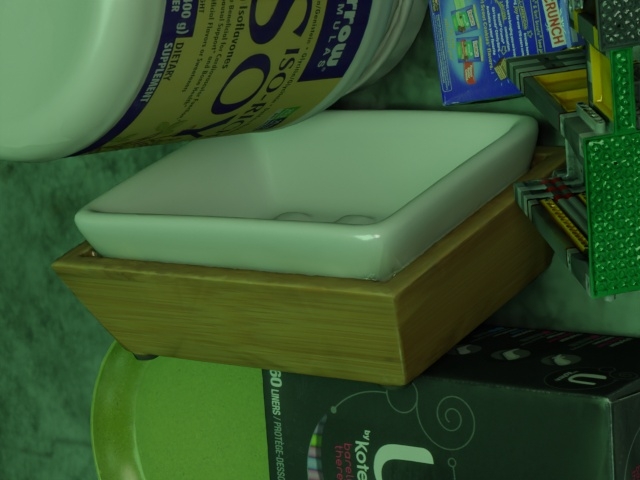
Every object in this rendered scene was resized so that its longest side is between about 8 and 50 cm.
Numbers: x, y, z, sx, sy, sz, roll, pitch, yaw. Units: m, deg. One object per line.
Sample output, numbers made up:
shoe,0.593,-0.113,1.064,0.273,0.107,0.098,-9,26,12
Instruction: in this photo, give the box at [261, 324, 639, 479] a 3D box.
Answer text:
box,0.110,0.151,1.209,0.270,0.143,0.165,3,102,37

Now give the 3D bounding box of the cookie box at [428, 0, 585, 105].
cookie box,0.130,-0.141,1.211,0.107,0.040,0.091,-5,94,39

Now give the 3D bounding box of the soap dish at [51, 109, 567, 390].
soap dish,0.000,0.000,1.232,0.291,0.229,0.118,4,117,37

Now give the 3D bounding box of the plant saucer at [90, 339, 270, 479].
plant saucer,-0.084,0.165,1.434,0.241,0.037,0.241,7,101,37

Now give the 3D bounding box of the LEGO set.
LEGO set,0.217,-0.126,1.056,0.192,0.255,0.331,-115,9,-66

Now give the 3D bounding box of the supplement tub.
supplement tub,-0.101,-0.183,1.199,0.241,0.331,0.241,8,103,38
